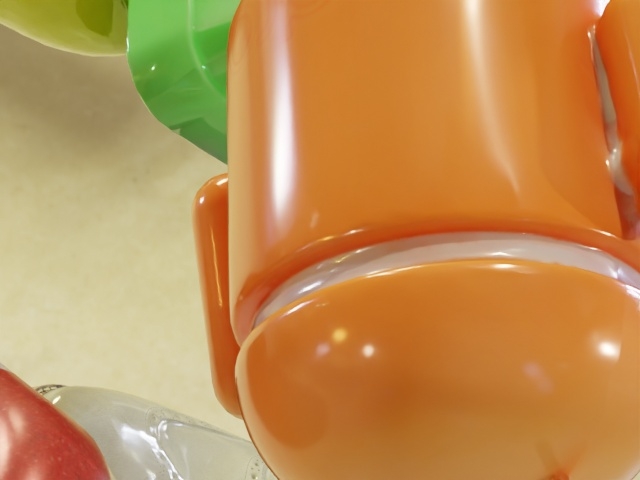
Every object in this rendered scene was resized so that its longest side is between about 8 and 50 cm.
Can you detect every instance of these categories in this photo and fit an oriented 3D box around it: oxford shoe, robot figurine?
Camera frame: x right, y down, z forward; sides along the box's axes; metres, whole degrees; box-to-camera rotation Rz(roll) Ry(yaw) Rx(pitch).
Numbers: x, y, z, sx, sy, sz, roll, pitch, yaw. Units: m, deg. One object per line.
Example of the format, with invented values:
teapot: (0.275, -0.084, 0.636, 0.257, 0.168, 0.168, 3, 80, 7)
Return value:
oxford shoe: (-0.008, 0.174, 0.920, 0.397, 0.146, 0.140, 31, 44, -32)
robot figurine: (0.034, -0.006, 0.451, 0.158, 0.128, 0.219, -5, 61, 4)

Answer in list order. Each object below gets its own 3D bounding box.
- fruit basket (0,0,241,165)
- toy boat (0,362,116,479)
fruit basket: (-0.054, -0.188, 0.879, 0.283, 0.392, 0.392, 31, 14, -49)
toy boat: (-0.171, 0.060, 0.434, 0.151, 0.151, 0.231, -45, 38, -17)
